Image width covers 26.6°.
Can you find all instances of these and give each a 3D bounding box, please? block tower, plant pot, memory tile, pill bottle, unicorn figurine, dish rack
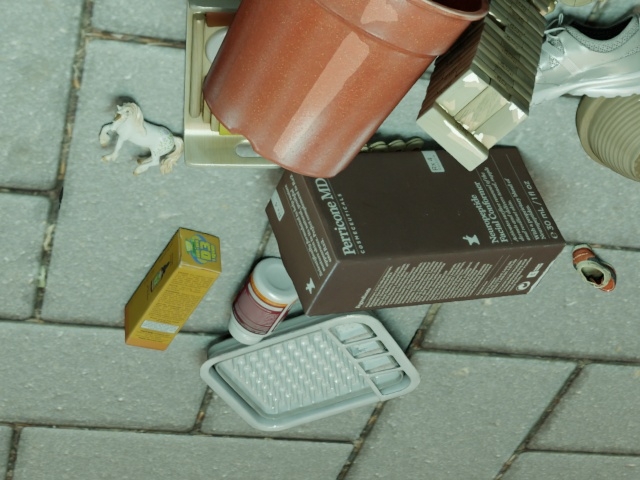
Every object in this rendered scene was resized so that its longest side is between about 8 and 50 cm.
[{"bbox_3d":[0.201,-0.222,1.618,0.091,0.335,0.097,39,127,-14],"label":"block tower"},{"bbox_3d":[0.493,-0.155,1.940,0.237,0.110,0.237,-5,142,-4],"label":"plant pot"},{"bbox_3d":[0.076,-0.106,1.971,0.148,0.012,0.113,-9,150,-39],"label":"memory tile"},{"bbox_3d":[0.010,-0.234,1.574,0.272,0.272,0.265,19,119,-29],"label":"plant pot"},{"bbox_3d":[-0.094,0.102,2.199,0.086,0.086,0.152,12,139,-22],"label":"pill bottle"},{"bbox_3d":[-0.258,-0.145,1.889,0.162,0.060,0.111,7,143,-43],"label":"unicorn figurine"},{"bbox_3d":[-0.018,0.212,2.365,0.332,0.072,0.285,-19,141,15],"label":"dish rack"}]

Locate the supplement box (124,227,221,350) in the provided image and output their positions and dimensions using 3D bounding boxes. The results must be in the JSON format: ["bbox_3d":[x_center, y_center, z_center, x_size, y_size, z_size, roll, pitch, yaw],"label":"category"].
[{"bbox_3d":[-0.237,0.082,2.159,0.080,0.078,0.233,13,139,-23],"label":"supplement box"}]

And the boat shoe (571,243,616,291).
[{"bbox_3d":[0.458,0.055,2.258,0.049,0.043,0.137,-26,140,21],"label":"boat shoe"}]

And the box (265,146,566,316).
[{"bbox_3d":[0.135,-0.019,1.928,0.381,0.191,0.143,-6,146,-27],"label":"box"}]

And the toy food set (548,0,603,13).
[{"bbox_3d":[0.312,-0.326,1.764,0.122,0.019,0.078,-9,142,3],"label":"toy food set"}]

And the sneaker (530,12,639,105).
[{"bbox_3d":[0.305,-0.252,1.822,0.281,0.105,0.115,-6,116,-1],"label":"sneaker"}]

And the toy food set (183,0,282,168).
[{"bbox_3d":[-0.069,-0.205,1.803,0.219,0.092,0.306,-1,141,-8],"label":"toy food set"}]
